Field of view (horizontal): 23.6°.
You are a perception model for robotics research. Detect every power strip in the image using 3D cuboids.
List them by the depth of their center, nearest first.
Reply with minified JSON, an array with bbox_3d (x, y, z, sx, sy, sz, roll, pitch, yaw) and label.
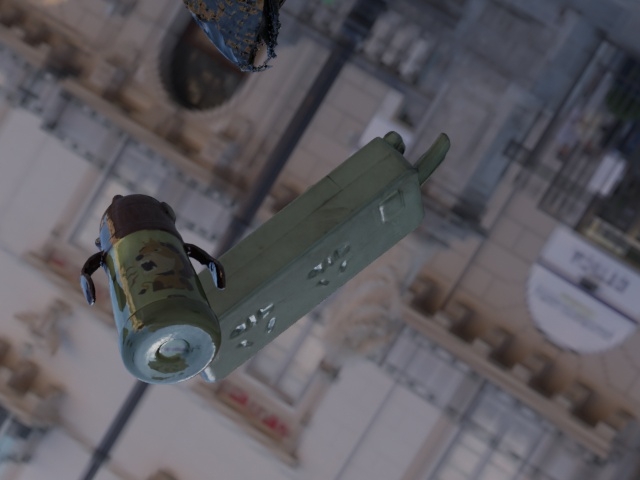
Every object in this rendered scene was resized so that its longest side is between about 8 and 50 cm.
[{"bbox_3d":[0.000,0.000,1.250,0.053,0.288,0.093,46,166,28],"label":"power strip"}]

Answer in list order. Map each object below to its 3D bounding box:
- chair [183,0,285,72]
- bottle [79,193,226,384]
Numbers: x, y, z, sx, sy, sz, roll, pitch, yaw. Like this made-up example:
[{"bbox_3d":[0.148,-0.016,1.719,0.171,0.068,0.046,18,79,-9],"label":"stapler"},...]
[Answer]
[{"bbox_3d":[-0.055,-0.246,1.213,0.174,0.213,0.149,50,-158,25],"label":"chair"},{"bbox_3d":[-0.081,0.017,0.714,0.063,0.047,0.101,17,-146,-34],"label":"bottle"}]
